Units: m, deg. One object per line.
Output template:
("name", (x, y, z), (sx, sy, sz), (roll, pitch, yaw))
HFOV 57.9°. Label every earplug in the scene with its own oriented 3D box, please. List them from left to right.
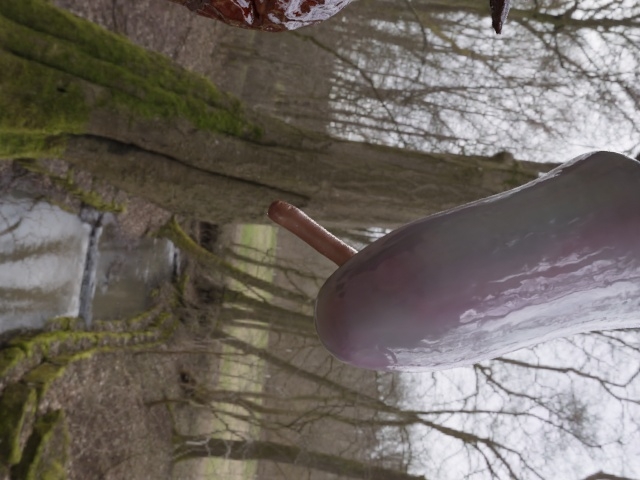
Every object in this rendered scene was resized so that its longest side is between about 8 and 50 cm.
("earplug", (0.138, 0.037, 0.516), (0.172, 0.302, 0.172), (164, -90, -77))

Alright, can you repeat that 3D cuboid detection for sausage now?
("sausage", (0.000, 0.000, 0.879), (0.043, 0.186, 0.043), (-53, 175, -6))

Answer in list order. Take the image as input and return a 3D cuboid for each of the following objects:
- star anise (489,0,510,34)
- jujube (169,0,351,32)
("star anise", (0.312, -0.460, 0.920), (0.212, 0.157, 0.053), (62, -12, -24))
("jujube", (-0.062, -0.299, 0.518), (0.213, 0.233, 0.212), (-169, -90, -72))
